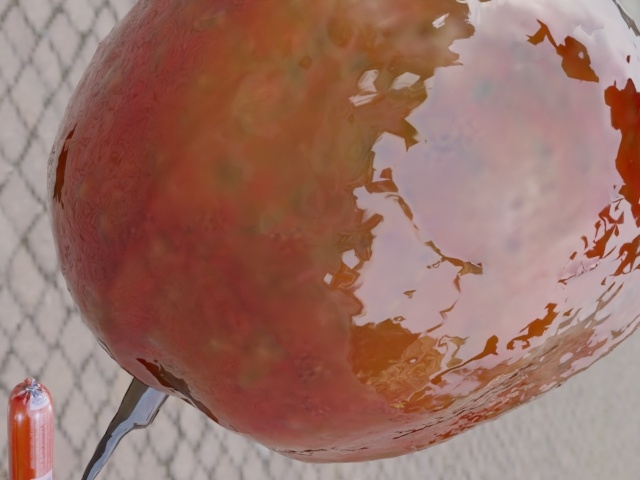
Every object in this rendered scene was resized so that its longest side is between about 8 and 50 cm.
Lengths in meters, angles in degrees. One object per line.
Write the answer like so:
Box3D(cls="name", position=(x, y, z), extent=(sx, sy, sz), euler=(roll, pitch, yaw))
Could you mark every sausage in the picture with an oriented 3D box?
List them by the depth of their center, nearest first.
Box3D(cls="sausage", position=(-0.261, 0.174, 1.299), extent=(0.048, 0.050, 0.145), euler=(-50, 156, -47))

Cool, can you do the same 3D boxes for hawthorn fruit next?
Box3D(cls="hawthorn fruit", position=(0.000, 0.000, 0.616), extent=(0.300, 0.254, 0.254), euler=(-52, 151, 1))
